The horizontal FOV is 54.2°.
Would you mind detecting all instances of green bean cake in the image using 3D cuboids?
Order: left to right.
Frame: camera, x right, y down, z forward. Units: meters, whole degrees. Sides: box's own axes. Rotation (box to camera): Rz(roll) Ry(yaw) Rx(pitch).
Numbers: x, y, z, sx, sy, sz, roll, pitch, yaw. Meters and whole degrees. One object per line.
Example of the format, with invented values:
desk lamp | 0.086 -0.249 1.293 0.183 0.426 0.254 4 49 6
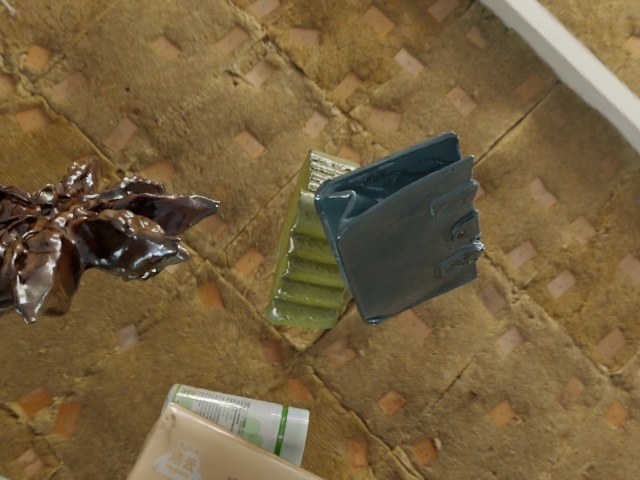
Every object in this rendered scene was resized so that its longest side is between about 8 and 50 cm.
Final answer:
green bean cake | 0.000 0.000 0.984 0.124 0.236 0.232 15 -61 -7

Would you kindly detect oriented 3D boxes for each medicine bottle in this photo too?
medicine bottle | -0.112 0.245 0.813 0.184 0.086 0.086 12 -102 -2

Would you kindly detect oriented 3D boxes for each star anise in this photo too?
star anise | -0.220 -0.009 0.541 0.288 0.288 0.088 -7 -65 -9

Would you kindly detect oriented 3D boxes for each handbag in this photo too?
handbag | 0.101 -0.003 0.696 0.179 0.229 0.062 -23 -126 -3

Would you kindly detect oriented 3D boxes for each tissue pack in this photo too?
tissue pack | -0.089 0.351 0.697 0.306 0.238 0.238 28 -103 -4

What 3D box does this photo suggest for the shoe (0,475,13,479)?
shoe | -0.339 0.243 0.500 0.124 0.159 0.316 -41 -60 8
